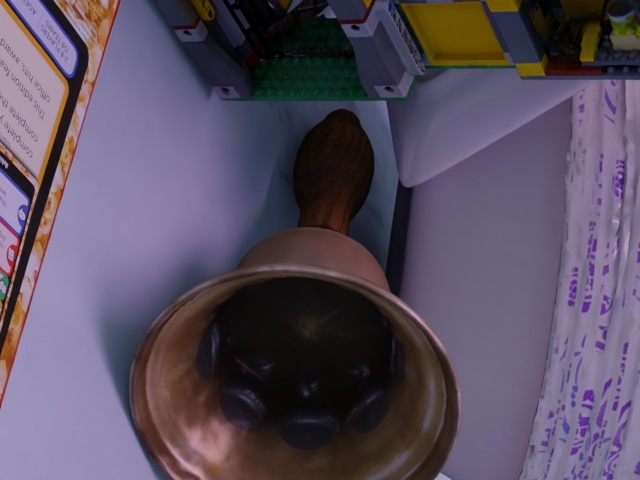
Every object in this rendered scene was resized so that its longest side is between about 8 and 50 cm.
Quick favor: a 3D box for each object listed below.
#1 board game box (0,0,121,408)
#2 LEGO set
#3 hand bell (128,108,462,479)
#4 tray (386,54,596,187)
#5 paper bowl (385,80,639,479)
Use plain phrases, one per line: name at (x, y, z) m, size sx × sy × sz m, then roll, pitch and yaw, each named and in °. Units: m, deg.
board game box at (-0.117, -0.045, 0.345) m, size 0.147 × 0.045 × 0.194 m, roll 55°, pitch 36°, yaw -47°
LEGO set at (0.052, -0.190, 0.548) m, size 0.255 × 0.331 × 0.192 m, roll -59°, pitch 139°, yaw -24°
hand bell at (0.000, 0.000, 0.637) m, size 0.242 × 0.126 × 0.126 m, roll -81°, pitch 155°, yaw -58°
tray at (0.082, -0.137, 0.690) m, size 0.030 × 0.145 × 0.270 m, roll 49°, pitch 19°, yaw -28°
paper bowl at (0.111, 0.013, 0.722) m, size 0.284 × 0.148 × 0.284 m, roll 7°, pitch 90°, yaw -89°
